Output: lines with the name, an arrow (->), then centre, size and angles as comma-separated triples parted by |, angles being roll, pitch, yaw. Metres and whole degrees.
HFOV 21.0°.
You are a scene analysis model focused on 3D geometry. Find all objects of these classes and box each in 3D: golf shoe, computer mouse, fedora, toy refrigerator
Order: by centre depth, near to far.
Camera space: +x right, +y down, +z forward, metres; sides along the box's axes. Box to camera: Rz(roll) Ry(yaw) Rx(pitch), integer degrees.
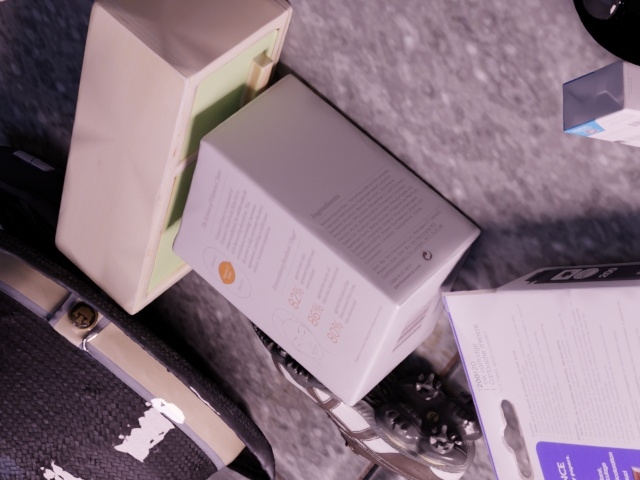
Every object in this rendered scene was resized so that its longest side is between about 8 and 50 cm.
toy refrigerator -> -0.104, -0.070, 1.189 | 0.094, 0.102, 0.269 | 41, 145, 15
golf shoe -> 0.022, 0.112, 1.238 | 0.198, 0.077, 0.094 | 39, 145, 20
fedora -> -0.202, 0.136, 1.375 | 0.334, 0.152, 0.334 | 35, 166, 10
computer mouse -> -0.249, -0.067, 1.406 | 0.262, 0.060, 0.184 | 27, 145, 50

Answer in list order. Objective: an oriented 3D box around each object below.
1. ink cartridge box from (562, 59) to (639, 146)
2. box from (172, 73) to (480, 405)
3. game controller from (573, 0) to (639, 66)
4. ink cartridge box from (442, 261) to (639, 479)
ink cartridge box -> 0.174, -0.069, 0.905 | 0.048, 0.083, 0.028 | -18, 68, 55
box -> 0.000, 0.000, 1.142 | 0.170, 0.091, 0.130 | 41, 146, 14
game controller -> 0.242, -0.134, 0.752 | 0.319, 0.067, 0.166 | 18, 134, 39
ink cartridge box -> 0.182, 0.116, 1.046 | 0.208, 0.045, 0.206 | -5, 105, 51
